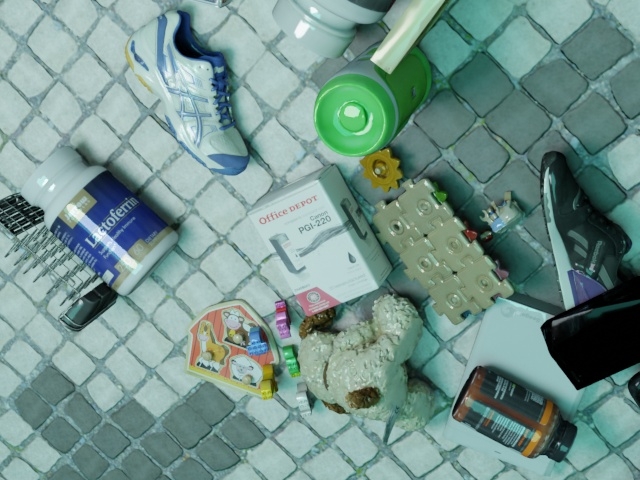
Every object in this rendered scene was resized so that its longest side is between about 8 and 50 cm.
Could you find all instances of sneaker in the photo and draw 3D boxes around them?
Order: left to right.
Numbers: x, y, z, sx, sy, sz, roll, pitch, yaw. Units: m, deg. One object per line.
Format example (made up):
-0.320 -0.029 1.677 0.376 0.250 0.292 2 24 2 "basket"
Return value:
-0.200 -0.247 1.757 0.131 0.112 0.296 -33 99 26 "sneaker"
0.424 -0.021 1.658 0.124 0.107 0.283 -10 118 17 "sneaker"

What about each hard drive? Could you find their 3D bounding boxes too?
0.351 0.248 1.821 0.203 0.040 0.307 19 117 10 "hard drive"

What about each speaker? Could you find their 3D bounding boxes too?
0.084 -0.219 1.569 0.131 0.296 0.131 7 113 16 "speaker"

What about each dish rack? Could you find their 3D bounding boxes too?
-0.487 0.026 1.918 0.271 0.208 0.074 43 107 -2 "dish rack"

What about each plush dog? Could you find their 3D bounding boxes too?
0.053 0.233 1.847 0.225 0.211 0.262 6 114 45 "plush dog"

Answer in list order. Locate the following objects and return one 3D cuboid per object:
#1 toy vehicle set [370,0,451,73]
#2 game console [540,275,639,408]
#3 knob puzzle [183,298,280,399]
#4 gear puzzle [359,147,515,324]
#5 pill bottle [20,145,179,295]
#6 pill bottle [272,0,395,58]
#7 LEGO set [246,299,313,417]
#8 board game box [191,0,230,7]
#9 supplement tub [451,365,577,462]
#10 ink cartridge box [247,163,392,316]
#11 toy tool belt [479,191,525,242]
0.161 -0.343 1.510 0.035 0.267 0.166 37 117 -1 "toy vehicle set"
0.534 0.227 1.709 0.213 0.044 0.361 -29 112 23 "game console"
-0.169 0.199 1.977 0.213 0.030 0.213 7 113 16 "knob puzzle"
0.178 -0.021 1.758 0.339 0.044 0.175 52 138 0 "gear puzzle"
-0.398 -0.038 1.884 0.265 0.153 0.153 42 118 -2 "pill bottle"
0.060 -0.436 1.555 0.176 0.176 0.318 36 118 1 "pill bottle"
-0.080 0.237 1.916 0.087 0.093 0.227 -13 108 5 "LEGO set"
-0.219 -0.545 1.671 0.193 0.053 0.305 17 116 12 "board game box"
0.329 0.299 1.766 0.198 0.106 0.106 28 117 6 "supplement tub"
0.000 0.000 1.802 0.158 0.092 0.218 -24 101 28 "ink cartridge box"
0.290 -0.040 1.722 0.083 0.052 0.051 -37 65 24 "toy tool belt"
